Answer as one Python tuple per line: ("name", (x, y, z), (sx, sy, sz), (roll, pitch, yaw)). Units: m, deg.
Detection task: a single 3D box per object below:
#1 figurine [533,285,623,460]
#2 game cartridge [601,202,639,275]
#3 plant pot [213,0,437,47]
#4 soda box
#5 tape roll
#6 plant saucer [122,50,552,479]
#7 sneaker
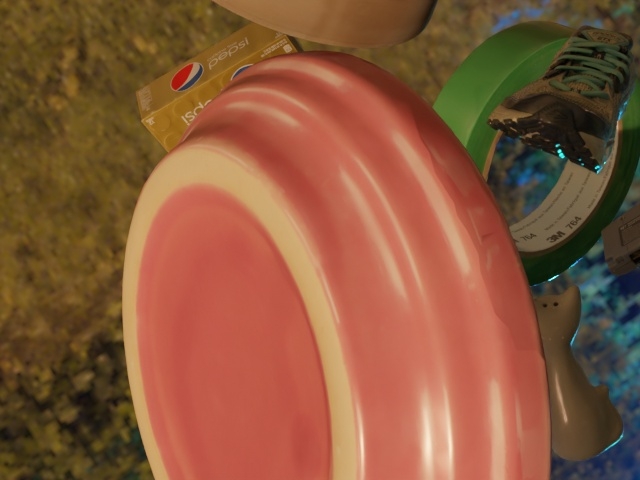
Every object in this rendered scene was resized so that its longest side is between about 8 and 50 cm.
("figurine", (0.207, 0.156, 1.522), (0.215, 0.209, 0.092), (-18, -152, 2))
("game cartridge", (0.220, -0.013, 0.891), (0.083, 0.017, 0.056), (-33, -157, 22))
("plant pot", (0.012, -0.393, 1.366), (0.323, 0.323, 0.280), (-23, 146, -46))
("soda box", (-0.105, -0.169, 1.485), (0.181, 0.058, 0.061), (-29, 132, 10))
("tape roll", (0.258, -0.103, 1.688), (0.321, 0.077, 0.321), (-18, 122, -32))
("plant saucer", (-0.017, 0.068, 0.731), (0.084, 0.332, 0.332), (-9, 157, -31))
("sneaker", (0.229, -0.140, 1.261), (0.122, 0.110, 0.283), (-68, 170, 12))
